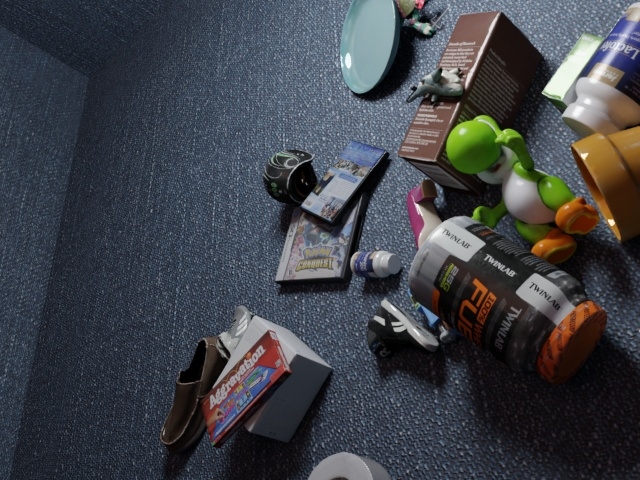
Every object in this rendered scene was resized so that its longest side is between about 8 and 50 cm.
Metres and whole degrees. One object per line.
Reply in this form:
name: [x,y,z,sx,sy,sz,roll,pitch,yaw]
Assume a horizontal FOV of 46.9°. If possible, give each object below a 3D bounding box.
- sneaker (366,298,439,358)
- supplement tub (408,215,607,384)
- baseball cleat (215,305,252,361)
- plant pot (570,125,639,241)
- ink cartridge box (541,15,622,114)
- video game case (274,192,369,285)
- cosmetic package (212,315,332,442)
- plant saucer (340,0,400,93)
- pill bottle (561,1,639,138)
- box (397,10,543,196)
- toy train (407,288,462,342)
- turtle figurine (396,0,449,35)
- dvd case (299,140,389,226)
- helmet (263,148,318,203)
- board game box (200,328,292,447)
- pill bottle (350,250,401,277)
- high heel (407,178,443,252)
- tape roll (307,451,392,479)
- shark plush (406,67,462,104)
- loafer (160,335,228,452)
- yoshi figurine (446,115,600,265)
sneaker: [0.179,0.232,1.672,0.121,0.079,0.217,-59,30,7]
supplement tub: [0.351,0.112,1.408,0.338,0.207,0.207,35,95,37]
baseball cleat: [-0.243,0.258,2.089,0.072,0.109,0.205,-54,33,31]
plant pot: [0.592,-0.128,1.350,0.188,0.205,0.205,-27,47,15]
ink cartridge box: [0.576,-0.365,1.569,0.209,0.109,0.062,-56,39,6]
video game case: [0.000,0.000,2.041,0.275,0.035,0.248,-7,62,46]
cosmetic package: [-0.124,0.349,1.877,0.224,0.138,0.224,33,95,52]
plant saucer: [0.148,-0.588,2.154,0.318,0.044,0.317,-4,86,63]
pill bottle: [0.609,-0.323,1.471,0.264,0.153,0.153,-57,38,5]
box: [0.351,-0.319,1.726,0.143,0.191,0.381,20,82,52]
toy train: [0.269,0.143,1.623,0.105,0.080,0.184,-52,40,26]
turtle figurine: [0.258,-0.659,2.112,0.234,0.118,0.175,-25,50,44]
dvd case: [0.064,-0.161,2.040,0.253,0.022,0.180,-52,34,-6]
helmet: [-0.086,-0.187,2.149,0.162,0.169,0.169,24,86,50]
board game box: [-0.187,0.362,1.807,0.281,0.027,0.145,-48,39,16]
pill bottle: [0.137,0.059,1.825,0.120,0.067,0.067,-3,65,47]
high heel: [0.247,-0.019,1.770,0.117,0.082,0.244,122,143,-65]
tape roll: [0.057,0.573,1.588,0.219,0.072,0.219,-26,50,35]
shark plush: [0.248,-0.338,1.661,0.161,0.073,0.067,-12,89,39]
loafer: [-0.372,0.426,2.110,0.134,0.130,0.365,20,82,52]
yoshi figurine: [0.377,-0.121,1.503,0.204,0.203,0.362,-34,57,3]
